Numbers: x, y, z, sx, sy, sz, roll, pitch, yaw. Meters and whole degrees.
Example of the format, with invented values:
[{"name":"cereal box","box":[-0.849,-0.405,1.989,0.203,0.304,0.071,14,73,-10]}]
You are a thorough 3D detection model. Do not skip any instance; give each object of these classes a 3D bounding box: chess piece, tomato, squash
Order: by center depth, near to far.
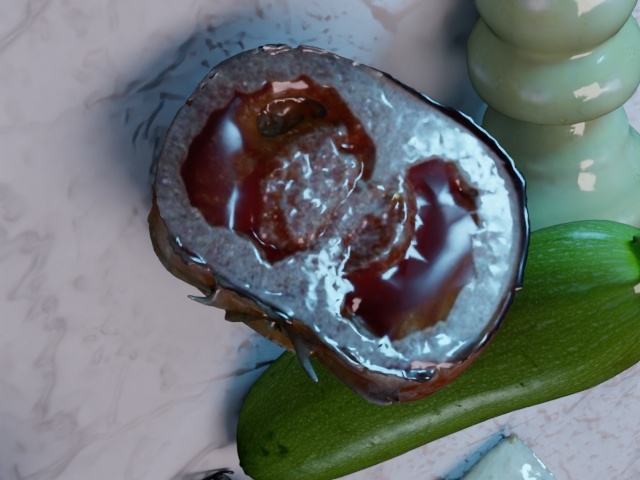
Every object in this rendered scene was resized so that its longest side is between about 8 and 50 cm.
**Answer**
[{"name":"tomato","box":[0.000,0.000,1.100,0.181,0.214,0.155,-56,-177,-18]},{"name":"chess piece","box":[0.145,-0.103,1.196,0.144,0.144,0.251,-27,133,-23]},{"name":"squash","box":[0.085,0.067,1.198,0.107,0.107,0.395,1,159,-45]}]

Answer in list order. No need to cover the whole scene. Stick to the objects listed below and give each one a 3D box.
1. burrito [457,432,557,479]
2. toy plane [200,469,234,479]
[{"name":"burrito","box":[0.083,0.300,1.535,0.299,0.105,0.143,-42,148,-8]},{"name":"toy plane","box":[-0.051,0.190,1.335,0.145,0.060,0.037,-19,138,-54]}]
